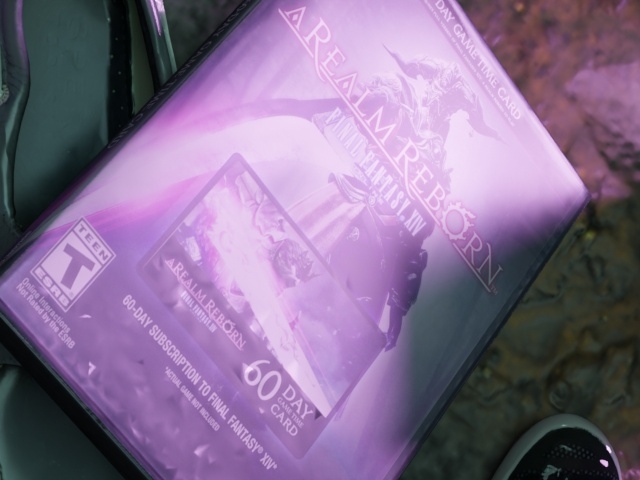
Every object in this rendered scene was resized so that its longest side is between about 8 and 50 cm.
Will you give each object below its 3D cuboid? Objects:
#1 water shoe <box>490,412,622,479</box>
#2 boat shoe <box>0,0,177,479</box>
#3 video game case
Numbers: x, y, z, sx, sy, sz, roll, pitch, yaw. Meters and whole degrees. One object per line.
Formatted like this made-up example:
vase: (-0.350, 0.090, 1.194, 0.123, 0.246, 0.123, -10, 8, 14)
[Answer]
water shoe: (0.104, 0.180, 0.745, 0.073, 0.080, 0.203, 22, 80, -12)
boat shoe: (-0.111, 0.009, 0.695, 0.116, 0.099, 0.319, 1, 86, -16)
video game case: (0.000, 0.000, 0.699, 0.196, 0.026, 0.274, 52, 58, -21)
